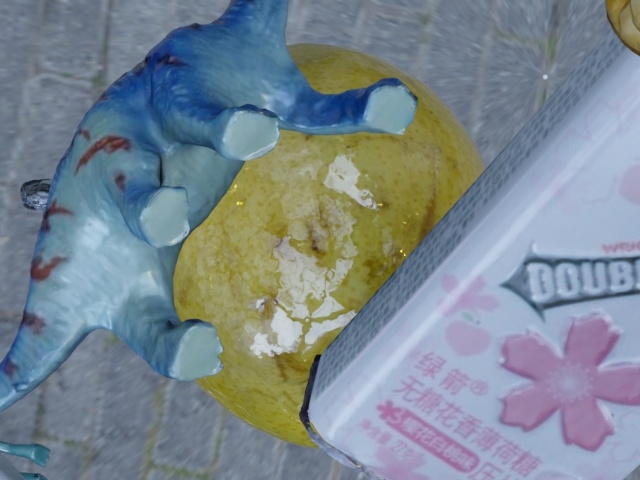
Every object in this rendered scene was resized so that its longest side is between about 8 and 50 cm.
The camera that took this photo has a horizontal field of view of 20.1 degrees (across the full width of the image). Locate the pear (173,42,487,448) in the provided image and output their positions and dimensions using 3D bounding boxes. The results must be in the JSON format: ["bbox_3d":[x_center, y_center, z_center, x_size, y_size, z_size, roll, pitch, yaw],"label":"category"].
[{"bbox_3d":[0.000,0.000,1.448,0.314,0.314,0.314,1,95,7],"label":"pear"}]

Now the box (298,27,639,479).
[{"bbox_3d":[0.161,0.031,1.079,0.190,0.112,0.369,33,120,-10],"label":"box"}]

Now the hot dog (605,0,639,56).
[{"bbox_3d":[0.260,-0.146,0.645,0.349,0.117,0.158,-4,78,-9],"label":"hot dog"}]

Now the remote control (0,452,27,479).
[{"bbox_3d":[-0.068,0.130,0.556,0.184,0.027,0.050,36,112,40],"label":"remote control"}]

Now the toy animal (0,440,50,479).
[{"bbox_3d":[-0.337,0.200,1.638,0.208,0.100,0.103,10,70,39],"label":"toy animal"}]

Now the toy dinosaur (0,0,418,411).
[{"bbox_3d":[-0.058,-0.029,0.704,0.144,0.076,0.329,20,79,46],"label":"toy dinosaur"}]

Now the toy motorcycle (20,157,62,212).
[{"bbox_3d":[-0.191,-0.039,1.719,0.190,0.106,0.074,11,108,30],"label":"toy motorcycle"}]
